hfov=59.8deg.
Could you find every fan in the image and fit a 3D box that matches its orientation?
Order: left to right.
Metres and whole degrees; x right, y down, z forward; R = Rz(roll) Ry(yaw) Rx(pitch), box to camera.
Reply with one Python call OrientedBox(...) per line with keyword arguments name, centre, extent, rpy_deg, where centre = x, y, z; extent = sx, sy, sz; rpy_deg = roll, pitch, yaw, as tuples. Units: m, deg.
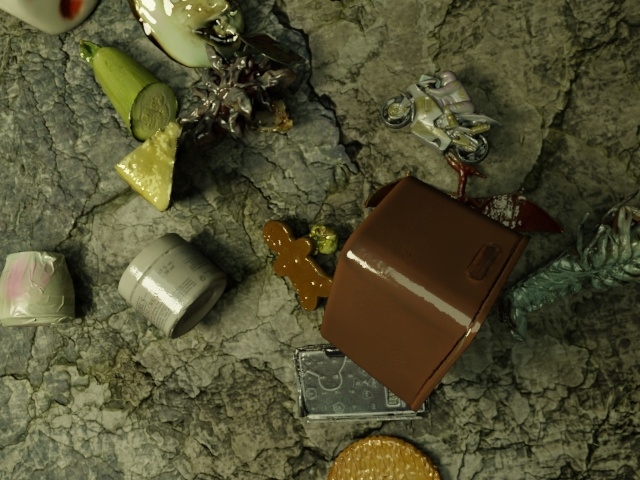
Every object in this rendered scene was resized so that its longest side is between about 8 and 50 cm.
OrientedBox(name="fan", centre=(-0.112, -0.378, 1.107), extent=(0.132, 0.220, 0.009), rpy_deg=(32, 120, 9))

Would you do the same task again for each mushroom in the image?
OrientedBox(name="mushroom", centre=(-0.280, -0.503, 1.173), extent=(0.267, 0.164, 0.189), rpy_deg=(33, 127, -22))

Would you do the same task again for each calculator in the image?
OrientedBox(name="calculator", centre=(0.081, 0.290, 1.148), extent=(0.274, 0.028, 0.165), rpy_deg=(-7, 88, 13))

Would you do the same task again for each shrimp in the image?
OrientedBox(name="shrimp", centre=(0.503, 0.036, 0.989), extent=(0.410, 0.166, 0.221), rpy_deg=(-29, 118, 25))

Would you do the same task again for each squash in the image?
OrientedBox(name="squash", centre=(-0.426, -0.363, 1.237), extent=(0.137, 0.137, 0.287), rpy_deg=(-40, 72, 10))

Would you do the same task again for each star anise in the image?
OrientedBox(name="star anise", centre=(-0.185, -0.293, 1.136), extent=(0.283, 0.129, 0.212), rpy_deg=(-20, 63, 27))

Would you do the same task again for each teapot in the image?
OrientedBox(name="teapot", centre=(-0.654, 0.109, 1.285), extent=(0.163, 0.221, 0.178), rpy_deg=(2, 78, -25))

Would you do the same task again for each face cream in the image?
OrientedBox(name="face cream", centre=(-0.303, 0.096, 1.165), extent=(0.153, 0.177, 0.177), rpy_deg=(39, 98, 11))

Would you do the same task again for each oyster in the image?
OrientedBox(name="oyster", centre=(-0.111, -0.262, 1.179), extent=(0.103, 0.051, 0.148), rpy_deg=(-49, 47, -1))

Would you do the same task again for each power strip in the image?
OrientedBox(name="power strip", centre=(0.235, -0.302, 1.118), extent=(0.090, 0.016, 0.040), rpy_deg=(21, 94, 13))

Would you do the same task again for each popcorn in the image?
OrientedBox(name="popcorn", centre=(0.001, 0.003, 1.153), extent=(0.083, 0.059, 0.068), rpy_deg=(-34, 94, 28))

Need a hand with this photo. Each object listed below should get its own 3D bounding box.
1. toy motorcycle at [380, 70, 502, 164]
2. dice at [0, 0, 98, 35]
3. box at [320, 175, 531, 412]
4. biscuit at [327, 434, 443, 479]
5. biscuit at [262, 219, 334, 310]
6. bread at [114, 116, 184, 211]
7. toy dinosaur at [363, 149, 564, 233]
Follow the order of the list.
OrientedBox(name="toy motorcycle", centre=(0.238, -0.249, 1.071), extent=(0.225, 0.073, 0.152), rpy_deg=(29, 89, 14))
OrientedBox(name="dice", centre=(-0.664, -0.658, 1.210), extent=(0.304, 0.277, 0.304), rpy_deg=(30, 95, 15))
OrientedBox(name="box", centre=(0.162, 0.091, 0.959), extent=(0.229, 0.339, 0.239), rpy_deg=(34, 56, 15))
OrientedBox(name="biscuit", centre=(0.132, 0.521, 1.132), extent=(0.254, 0.035, 0.254), rpy_deg=(0, 91, 13))
OrientedBox(name="biscuit", centre=(-0.047, 0.041, 1.155), extent=(0.205, 0.031, 0.138), rpy_deg=(51, 134, 8))
OrientedBox(name="bread", centre=(-0.344, -0.144, 1.138), extent=(0.142, 0.266, 0.178), rpy_deg=(-7, 94, -15))
OrientedBox(name="toy dinosaur", centre=(0.274, -0.055, 1.059), extent=(0.327, 0.113, 0.206), rpy_deg=(35, 95, 10))
